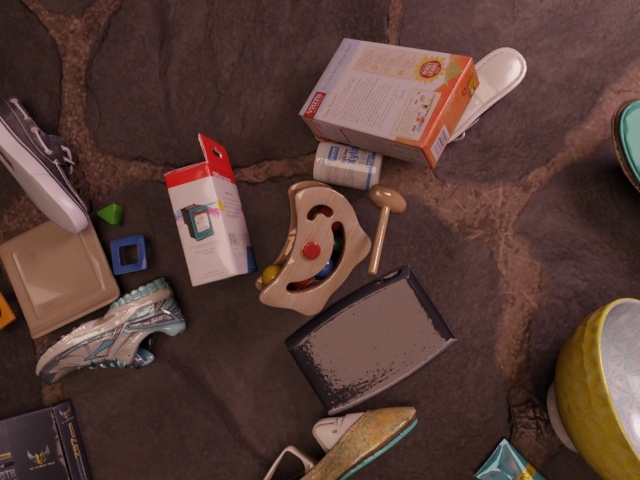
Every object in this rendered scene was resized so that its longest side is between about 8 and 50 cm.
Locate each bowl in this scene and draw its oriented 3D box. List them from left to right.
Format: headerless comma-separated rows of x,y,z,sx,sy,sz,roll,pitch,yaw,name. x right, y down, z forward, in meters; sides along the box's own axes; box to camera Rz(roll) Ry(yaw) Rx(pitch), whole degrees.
0.434,0.243,0.773,0.289,0.290,0.156,58,139,4,bowl

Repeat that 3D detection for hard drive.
0.081,0.172,0.884,0.255,0.054,0.171,-32,86,6,hard drive

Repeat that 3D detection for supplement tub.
0.047,-0.123,0.883,0.107,0.071,0.070,11,91,6,supplement tub

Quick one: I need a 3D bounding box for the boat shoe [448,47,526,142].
0.211,-0.214,0.859,0.255,0.079,0.095,-39,83,3,boat shoe

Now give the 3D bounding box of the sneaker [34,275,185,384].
-0.362,0.184,0.916,0.283,0.110,0.122,-34,89,6,sneaker

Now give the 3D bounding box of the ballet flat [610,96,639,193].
0.541,-0.075,0.802,0.108,0.106,0.315,-35,85,13,ballet flat

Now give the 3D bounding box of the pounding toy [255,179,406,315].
0.000,0.000,0.826,0.154,0.155,0.269,37,95,-18,pounding toy

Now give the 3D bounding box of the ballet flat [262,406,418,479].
0.002,0.365,0.869,0.348,0.123,0.123,-45,85,6,ballet flat

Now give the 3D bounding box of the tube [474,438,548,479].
0.358,0.421,0.856,0.207,0.052,0.080,38,87,11,tube

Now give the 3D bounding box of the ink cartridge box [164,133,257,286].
-0.183,-0.047,0.879,0.078,0.134,0.230,-15,87,7,ink cartridge box

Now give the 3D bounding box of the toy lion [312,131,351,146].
0.036,-0.207,0.907,0.096,0.034,0.100,26,93,14,toy lion

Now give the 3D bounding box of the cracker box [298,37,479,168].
0.101,-0.217,0.814,0.232,0.067,0.155,24,80,34,cracker box

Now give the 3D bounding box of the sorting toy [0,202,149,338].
-0.470,0.056,0.960,0.348,0.047,0.195,-25,80,4,sorting toy

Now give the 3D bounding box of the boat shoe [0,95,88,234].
-0.490,-0.141,0.936,0.301,0.108,0.102,45,56,12,boat shoe

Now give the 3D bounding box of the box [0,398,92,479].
-0.548,0.410,0.961,0.233,0.059,0.183,-16,86,6,box
